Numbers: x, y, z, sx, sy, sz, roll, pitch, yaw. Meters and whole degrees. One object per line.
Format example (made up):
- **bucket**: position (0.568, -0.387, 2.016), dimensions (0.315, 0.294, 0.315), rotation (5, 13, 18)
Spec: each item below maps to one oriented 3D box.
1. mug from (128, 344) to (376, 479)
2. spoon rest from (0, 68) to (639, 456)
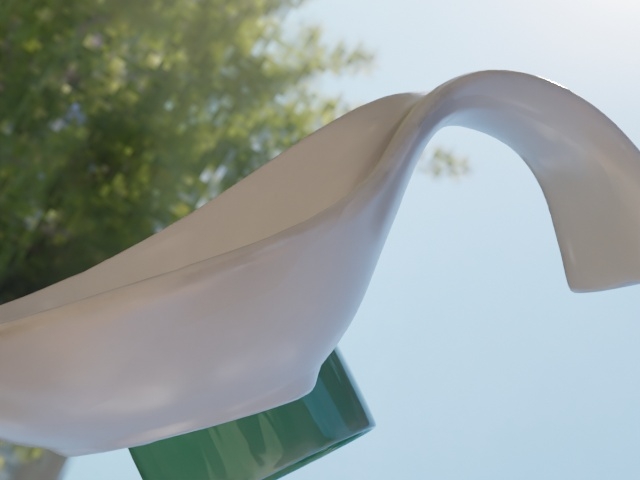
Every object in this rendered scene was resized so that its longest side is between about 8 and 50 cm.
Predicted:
- **mug**: position (-0.056, 0.093, 1.013), dimensions (0.158, 0.097, 0.129), rotation (-32, 171, 38)
- **spoon rest**: position (0.000, 0.000, 0.542), dimensions (0.137, 0.276, 0.084), rotation (-14, -91, 48)
